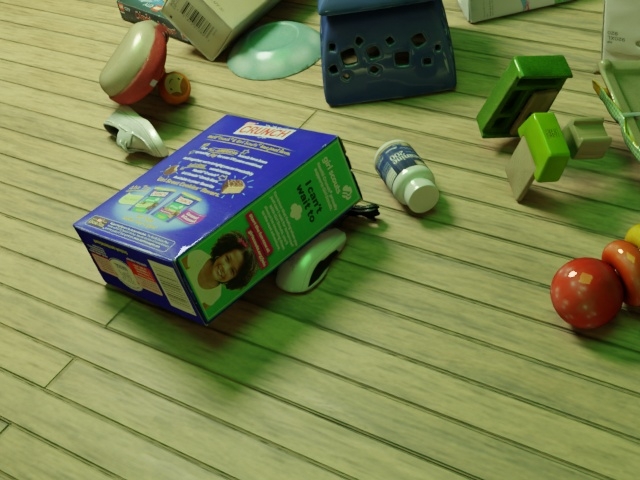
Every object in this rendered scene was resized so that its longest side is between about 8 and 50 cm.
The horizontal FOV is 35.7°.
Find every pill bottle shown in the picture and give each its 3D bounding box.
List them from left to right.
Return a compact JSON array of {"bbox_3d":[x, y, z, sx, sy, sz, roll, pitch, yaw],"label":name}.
[{"bbox_3d":[0.131,-0.095,1.491,0.067,0.067,0.120,-20,41,-9],"label":"pill bottle"}]

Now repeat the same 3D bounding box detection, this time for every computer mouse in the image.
[{"bbox_3d":[0.000,0.000,1.436,0.106,0.042,0.193,14,47,27],"label":"computer mouse"}]

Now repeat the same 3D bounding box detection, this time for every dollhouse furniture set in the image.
[{"bbox_3d":[0.420,-0.158,1.493,0.301,0.151,0.197,-4,59,-16],"label":"dollhouse furniture set"}]

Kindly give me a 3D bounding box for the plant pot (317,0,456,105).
[{"bbox_3d":[0.105,-0.393,1.729,0.236,0.212,0.236,-7,42,6],"label":"plant pot"}]

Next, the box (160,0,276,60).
[{"bbox_3d":[-0.151,-0.507,1.951,0.148,0.121,0.311,43,55,-5],"label":"box"}]

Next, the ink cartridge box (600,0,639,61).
[{"bbox_3d":[0.584,-0.401,1.645,0.171,0.168,0.232,15,48,27],"label":"ink cartridge box"}]

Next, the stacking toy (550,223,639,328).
[{"bbox_3d":[0.441,0.015,1.255,0.330,0.141,0.141,-24,41,-4],"label":"stacking toy"}]

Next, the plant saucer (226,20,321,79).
[{"bbox_3d":[-0.088,-0.373,1.889,0.195,0.037,0.195,-8,40,7],"label":"plant saucer"}]

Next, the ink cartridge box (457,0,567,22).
[{"bbox_3d":[0.361,-0.504,1.881,0.212,0.093,0.154,-14,41,1],"label":"ink cartridge box"}]

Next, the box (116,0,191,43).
[{"bbox_3d":[-0.290,-0.489,2.067,0.233,0.044,0.159,27,54,37],"label":"box"}]

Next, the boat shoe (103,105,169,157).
[{"bbox_3d":[-0.322,-0.180,1.711,0.063,0.066,0.184,-38,46,-12],"label":"boat shoe"}]

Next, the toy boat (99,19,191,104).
[{"bbox_3d":[-0.302,-0.301,1.793,0.151,0.151,0.231,-54,12,10],"label":"toy boat"}]

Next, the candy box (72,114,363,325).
[{"bbox_3d":[-0.147,-0.043,1.433,0.317,0.122,0.268,-41,36,-28],"label":"candy box"}]
